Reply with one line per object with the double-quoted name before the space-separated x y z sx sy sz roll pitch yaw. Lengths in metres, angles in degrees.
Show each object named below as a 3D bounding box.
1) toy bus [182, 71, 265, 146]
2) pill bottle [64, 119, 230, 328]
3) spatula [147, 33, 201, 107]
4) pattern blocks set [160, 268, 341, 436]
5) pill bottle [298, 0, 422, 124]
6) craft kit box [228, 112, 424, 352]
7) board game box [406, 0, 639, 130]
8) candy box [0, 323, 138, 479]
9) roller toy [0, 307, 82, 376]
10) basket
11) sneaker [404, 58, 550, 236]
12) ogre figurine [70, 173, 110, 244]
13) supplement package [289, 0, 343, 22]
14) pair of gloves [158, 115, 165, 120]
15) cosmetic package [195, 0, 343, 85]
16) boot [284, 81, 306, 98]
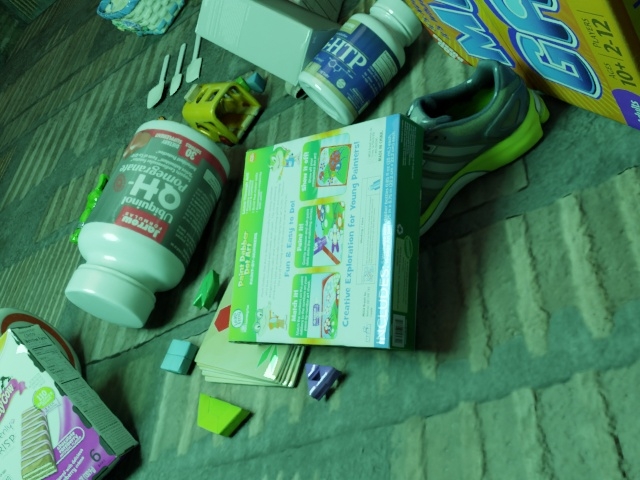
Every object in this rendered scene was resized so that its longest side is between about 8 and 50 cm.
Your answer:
"toy bus" -0.212 -0.254 1.250 0.202 0.104 0.191 -31 40 20
"pill bottle" -0.284 -0.026 1.062 0.176 0.176 0.318 -7 54 41
"spatula" -0.361 -0.437 1.626 0.168 0.019 0.242 -29 41 24
"pattern blocks set" -0.081 0.118 0.857 0.325 0.026 0.285 12 69 48
"pill bottle" 0.065 -0.282 1.001 0.187 0.112 0.112 -49 37 -1
"craft kit box" 0.000 0.000 0.749 0.246 0.061 0.250 -4 76 39
"board game box" 0.266 -0.390 0.649 0.356 0.356 0.356 -52 43 4
"candy box" -0.392 0.255 0.894 0.159 0.071 0.233 -45 81 5
"roller toy" -0.493 0.213 1.043 0.146 0.191 0.209 -41 38 7
"basket" -0.553 -0.720 1.835 0.255 0.289 0.201 18 72 51
"sneaker" 0.122 -0.103 0.773 0.300 0.121 0.111 -41 44 10
"ogre figurine" -0.410 -0.066 1.288 0.197 0.097 0.118 -30 51 39
"supplement package" -0.036 -0.439 1.240 0.105 0.105 0.179 -13 49 36
"pair of gloves" -0.391 -0.252 1.500 0.083 0.010 0.074 -40 38 12
"cosmetic package" -0.080 -0.353 1.093 0.238 0.127 0.107 37 122 24
"boot" -0.014 -0.304 1.161 0.118 0.042 0.087 -36 46 13
